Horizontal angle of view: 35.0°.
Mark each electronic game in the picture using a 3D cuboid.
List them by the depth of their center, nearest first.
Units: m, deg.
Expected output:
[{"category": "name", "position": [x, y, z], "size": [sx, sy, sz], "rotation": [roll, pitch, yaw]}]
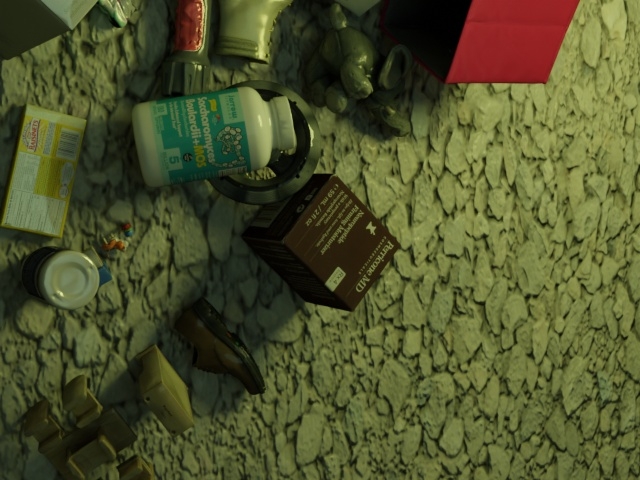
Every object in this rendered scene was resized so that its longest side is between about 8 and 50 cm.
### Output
[{"category": "electronic game", "position": [-0.113, -0.177, 1.837], "size": [0.229, 0.048, 0.229], "rotation": [1, 83, -6]}]

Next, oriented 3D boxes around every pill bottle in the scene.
[{"category": "pill bottle", "position": [-0.427, 0.057, 1.635], "size": [0.094, 0.169, 0.094], "rotation": [-3, 95, -31]}, {"category": "pill bottle", "position": [-0.180, -0.181, 1.732], "size": [0.264, 0.146, 0.146], "rotation": [-11, 100, -6]}]

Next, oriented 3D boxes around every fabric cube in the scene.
[{"category": "fabric cube", "position": [0.308, -0.465, 1.938], "size": [0.258, 0.254, 0.259], "rotation": [-5, 127, -30]}]

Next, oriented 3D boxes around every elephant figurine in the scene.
[{"category": "elephant figurine", "position": [0.097, -0.317, 1.951], "size": [0.239, 0.186, 0.169], "rotation": [-2, 55, -41]}]

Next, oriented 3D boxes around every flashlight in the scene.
[{"category": "flashlight", "position": [-0.233, -0.400, 1.762], "size": [0.103, 0.103, 0.304], "rotation": [5, 92, -5]}]

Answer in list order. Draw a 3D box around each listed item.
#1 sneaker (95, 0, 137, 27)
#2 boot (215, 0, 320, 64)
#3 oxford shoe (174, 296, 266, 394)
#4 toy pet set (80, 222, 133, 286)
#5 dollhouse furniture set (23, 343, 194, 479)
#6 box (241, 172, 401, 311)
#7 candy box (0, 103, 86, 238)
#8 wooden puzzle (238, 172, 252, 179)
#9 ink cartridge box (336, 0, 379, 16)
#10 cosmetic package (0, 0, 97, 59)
[{"category": "sneaker", "position": [-0.352, -0.417, 1.726], "size": [0.069, 0.038, 0.098], "rotation": [-53, 126, -19]}, {"category": "boot", "position": [-0.091, -0.404, 1.858], "size": [0.213, 0.077, 0.165], "rotation": [0, 93, -26]}, {"category": "oxford shoe", "position": [-0.184, 0.210, 1.855], "size": [0.096, 0.083, 0.227], "rotation": [-39, 113, -2]}, {"category": "toy pet set", "position": [-0.352, 0.031, 1.711], "size": [0.114, 0.122, 0.065], "rotation": [-30, 102, -6]}, {"category": "dollhouse furniture set", "position": [-0.350, 0.312, 1.745], "size": [0.242, 0.161, 0.212], "rotation": [-33, 111, -1]}, {"category": "box", "position": [0.000, 0.000, 1.886], "size": [0.203, 0.167, 0.168], "rotation": [45, 71, -25]}, {"category": "candy box", "position": [-0.461, -0.113, 1.685], "size": [0.105, 0.027, 0.206], "rotation": [13, 86, -28]}, {"category": "wooden puzzle", "position": [-0.156, -0.113, 1.879], "size": [0.049, 0.006, 0.083], "rotation": [-47, 115, -19]}, {"category": "ink cartridge box", "position": [0.015, -0.567, 1.845], "size": [0.273, 0.114, 0.197], "rotation": [28, 50, -29]}, {"category": "cosmetic package", "position": [-0.417, -0.402, 1.494], "size": [0.155, 0.365, 0.197], "rotation": [44, 73, -26]}]
